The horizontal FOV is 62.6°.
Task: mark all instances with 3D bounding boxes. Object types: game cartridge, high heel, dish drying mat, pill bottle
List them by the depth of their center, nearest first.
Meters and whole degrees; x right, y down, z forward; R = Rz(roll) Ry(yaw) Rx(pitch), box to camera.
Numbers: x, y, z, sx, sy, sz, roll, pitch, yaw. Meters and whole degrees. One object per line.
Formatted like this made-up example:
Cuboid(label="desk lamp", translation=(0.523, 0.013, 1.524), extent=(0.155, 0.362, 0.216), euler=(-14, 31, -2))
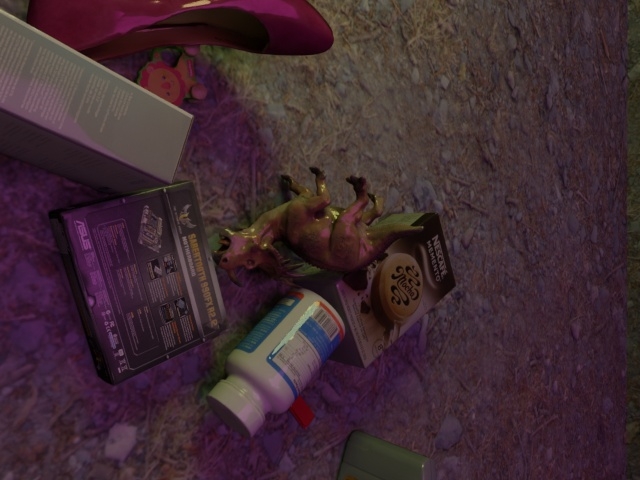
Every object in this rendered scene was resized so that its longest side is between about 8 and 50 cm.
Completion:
Cuboid(label="high heel", translation=(-0.164, -0.257, 0.687), extent=(0.377, 0.127, 0.181), euler=(8, 76, -16))
Cuboid(label="pill bottle", translation=(-0.070, 0.188, 0.822), extent=(0.221, 0.124, 0.124), euler=(-45, 120, -31))
Cuboid(label="dish drying mat", translation=(-0.038, 0.296, 0.931), extent=(0.032, 0.008, 0.083), euler=(-47, 120, -32))
Cuboid(label="game cartridge", translation=(0.100, 0.515, 0.936), extent=(0.062, 0.198, 0.297), euler=(28, 72, -39))

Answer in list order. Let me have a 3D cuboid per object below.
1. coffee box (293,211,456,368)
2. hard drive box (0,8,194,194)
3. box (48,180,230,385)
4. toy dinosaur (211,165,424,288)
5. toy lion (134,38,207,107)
Cuboid(label="coffee box", translation=(0.113, 0.079, 0.987), extent=(0.297, 0.118, 0.168), euler=(-33, 112, -37))
Cuboid(label="hard drive box", translation=(-0.291, -0.136, 0.575), extent=(0.232, 0.181, 0.089), euler=(25, 73, -41))
Cuboid(label="box", translation=(-0.235, 0.049, 0.713), extent=(0.183, 0.056, 0.231), euler=(-23, 106, -40))
Cuboid(label="toy dinosaur", translation=(0.000, 0.000, 0.828), extent=(0.295, 0.127, 0.200), euler=(13, 83, 3))
Cuboid(label="toy lion", translation=(-0.214, -0.232, 0.745), extent=(0.096, 0.034, 0.100), euler=(-12, 99, -34))
